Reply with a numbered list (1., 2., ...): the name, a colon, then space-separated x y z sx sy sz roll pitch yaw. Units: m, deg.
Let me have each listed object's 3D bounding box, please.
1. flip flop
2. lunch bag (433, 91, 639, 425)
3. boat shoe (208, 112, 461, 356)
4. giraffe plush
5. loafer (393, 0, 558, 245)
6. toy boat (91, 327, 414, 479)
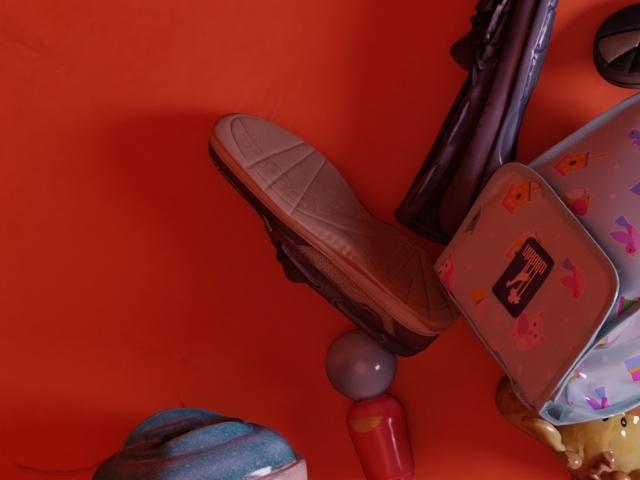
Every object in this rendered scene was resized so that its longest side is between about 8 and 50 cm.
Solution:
1. flip flop: 0.382 -0.155 1.661 0.277 0.080 0.112 3 56 18
2. lunch bag: 0.246 0.023 1.589 0.262 0.223 0.160 -29 133 -6
3. boat shoe: 0.000 0.000 1.707 0.285 0.103 0.092 40 128 6
4. giraffe plush: 0.244 0.155 1.657 0.181 0.170 0.210 -4 93 7
5. loafer: 0.145 -0.138 1.677 0.095 0.109 0.303 16 100 8
6. toy boat: -0.063 0.186 1.691 0.318 0.267 0.148 -16 92 -24
